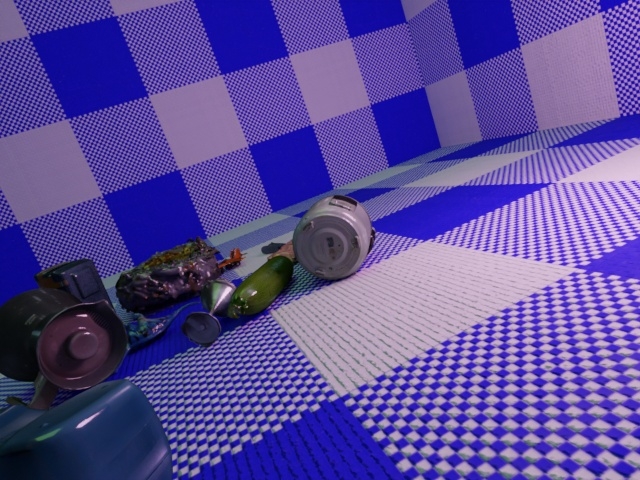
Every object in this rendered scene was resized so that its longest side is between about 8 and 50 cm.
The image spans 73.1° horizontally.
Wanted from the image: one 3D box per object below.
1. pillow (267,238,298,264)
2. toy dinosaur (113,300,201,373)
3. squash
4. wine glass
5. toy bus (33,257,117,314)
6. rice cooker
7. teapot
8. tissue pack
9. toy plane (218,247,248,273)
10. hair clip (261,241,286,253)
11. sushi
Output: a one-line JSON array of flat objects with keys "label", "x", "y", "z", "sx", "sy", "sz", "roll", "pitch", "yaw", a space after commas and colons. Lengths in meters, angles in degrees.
[{"label": "pillow", "x": -0.085, "y": 0.029, "z": 1.603, "sx": 0.126, "sy": 0.043, "sz": 0.232, "roll": 5, "pitch": 26, "yaw": 34}, {"label": "toy dinosaur", "x": -0.495, "y": 0.255, "z": 1.213, "sx": 0.144, "sy": 0.076, "sz": 0.329, "roll": 1, "pitch": 26, "yaw": 32}, {"label": "squash", "x": -0.156, "y": 0.125, "z": 1.202, "sx": 0.101, "sy": 0.101, "sz": 0.379, "roll": -15, "pitch": 9, "yaw": 19}, {"label": "wine glass", "x": -0.278, "y": 0.186, "z": 1.105, "sx": 0.122, "sy": 0.122, "sz": 0.183, "roll": -17, "pitch": 17, "yaw": 9}, {"label": "toy bus", "x": -0.791, "y": 0.203, "z": 1.416, "sx": 0.167, "sy": 0.275, "sz": 0.138, "roll": -11, "pitch": 14, "yaw": 27}, {"label": "rice cooker", "x": 0.043, "y": -0.017, "z": 1.241, "sx": 0.226, "sy": 0.226, "sz": 0.244, "roll": -16, "pitch": 10, "yaw": 14}, {"label": "teapot", "x": -0.676, "y": 0.269, "z": 1.088, "sx": 0.344, "sy": 0.253, "sz": 0.300, "roll": -5, "pitch": 56, "yaw": 42}, {"label": "tissue pack", "x": -0.323, "y": 0.298, "z": 0.492, "sx": 0.288, "sy": 0.206, "sz": 0.198, "roll": -15, "pitch": 4, "yaw": 11}, {"label": "toy plane", "x": -0.380, "y": 0.100, "z": 1.773, "sx": 0.135, "sy": 0.062, "sz": 0.188, "roll": -10, "pitch": 29, "yaw": 37}, {"label": "hair clip", "x": -0.150, "y": 0.028, "z": 1.756, "sx": 0.070, "sy": 0.039, "sz": 0.230, "roll": -28, "pitch": 16, "yaw": -39}, {"label": "sushi", "x": -0.557, "y": 0.131, "z": 1.606, "sx": 0.418, "sy": 0.175, "sz": 0.417, "roll": -20, "pitch": 13, "yaw": 5}]
